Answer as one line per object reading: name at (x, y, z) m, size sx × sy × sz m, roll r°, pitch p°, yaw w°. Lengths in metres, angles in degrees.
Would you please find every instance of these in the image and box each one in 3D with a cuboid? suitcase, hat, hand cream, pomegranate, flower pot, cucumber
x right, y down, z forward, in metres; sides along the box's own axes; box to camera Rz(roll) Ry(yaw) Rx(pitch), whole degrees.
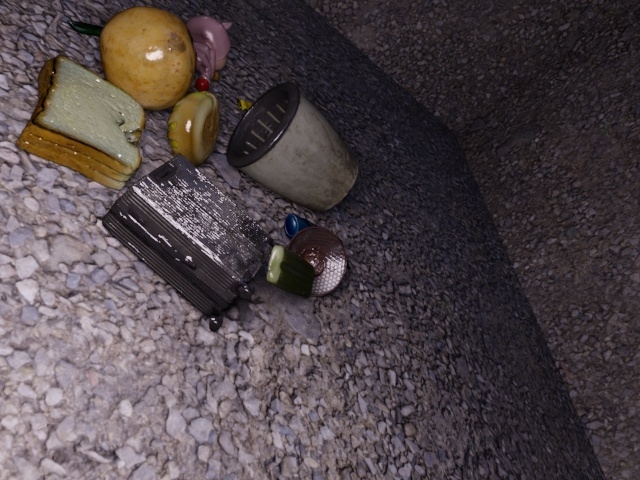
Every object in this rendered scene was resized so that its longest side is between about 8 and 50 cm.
suitcase at (-0.274, -0.006, 1.256) m, size 0.335 × 0.152 × 0.229 m, roll 43°, pitch 28°, yaw -8°
hat at (-0.028, 0.058, 1.604) m, size 0.193 × 0.082 × 0.192 m, roll 1°, pitch 87°, yaw -28°
hand cream at (0.000, 0.000, 1.739) m, size 0.271 × 0.061 × 0.120 m, roll 26°, pitch 37°, yaw -45°
pomegranate at (-0.436, -0.462, 1.468) m, size 0.260 × 0.260 × 0.260 m, roll 35°, pitch 31°, yaw -25°
flower pot at (-0.071, -0.254, 1.730) m, size 0.330 × 0.294 × 0.293 m, roll 39°, pitch 29°, yaw -34°
cucumber at (-0.620, -0.578, 1.586) m, size 0.036 × 0.033 × 0.184 m, roll 32°, pitch 21°, yaw 23°

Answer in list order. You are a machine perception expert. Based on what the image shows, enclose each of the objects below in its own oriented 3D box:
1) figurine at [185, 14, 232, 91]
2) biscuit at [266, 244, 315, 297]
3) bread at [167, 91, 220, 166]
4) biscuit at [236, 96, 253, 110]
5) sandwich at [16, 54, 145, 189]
figurine at (-0.391, -0.598, 1.850) m, size 0.186 × 0.176 × 0.287 m, roll 80°, pitch 18°, yaw -49°
biscuit at (-0.064, 0.078, 1.391) m, size 0.322 × 0.038 × 0.099 m, roll 44°, pitch 52°, yaw -73°
bread at (-0.334, -0.293, 1.506) m, size 0.105 × 0.213 × 0.213 m, roll 9°, pitch 32°, yaw 4°
biscuit at (-0.193, -0.456, 2.052) m, size 0.292 × 0.026 × 0.048 m, roll 2°, pitch 72°, yaw -54°
sandwich at (-0.513, -0.261, 1.282) m, size 0.249 × 0.095 × 0.273 m, roll 27°, pitch 36°, yaw -35°
